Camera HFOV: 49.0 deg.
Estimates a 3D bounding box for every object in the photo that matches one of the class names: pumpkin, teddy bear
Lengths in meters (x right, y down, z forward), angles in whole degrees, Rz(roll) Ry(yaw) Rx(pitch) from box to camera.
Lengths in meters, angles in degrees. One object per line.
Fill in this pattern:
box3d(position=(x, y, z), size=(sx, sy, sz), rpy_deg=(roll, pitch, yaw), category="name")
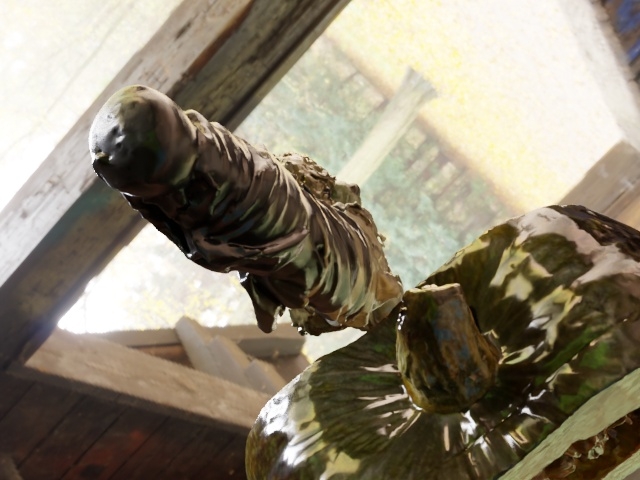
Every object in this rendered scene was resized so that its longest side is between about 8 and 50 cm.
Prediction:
box3d(position=(0.096, 0.108, 0.446), size=(0.222, 0.317, 0.139), rpy_deg=(50, -173, -49), category="pumpkin")
box3d(position=(0.000, 0.000, 0.926), size=(0.267, 0.156, 0.256), rpy_deg=(-73, -39, -85), category="teddy bear")

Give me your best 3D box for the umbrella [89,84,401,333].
box3d(position=(-0.042, -0.009, 0.499), size=(0.358, 0.106, 0.113), rpy_deg=(32, -137, -64), category="umbrella")
